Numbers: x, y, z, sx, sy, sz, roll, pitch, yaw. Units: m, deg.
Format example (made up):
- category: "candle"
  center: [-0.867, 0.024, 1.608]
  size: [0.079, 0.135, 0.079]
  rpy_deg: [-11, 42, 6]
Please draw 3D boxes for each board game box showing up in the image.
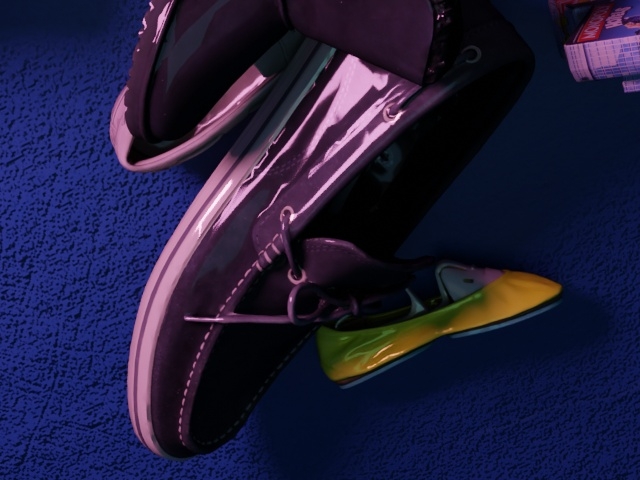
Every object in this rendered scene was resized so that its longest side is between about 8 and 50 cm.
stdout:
- category: "board game box"
  center: [0.264, -0.165, 1.034]
  size: [0.194, 0.194, 0.060]
  rpy_deg: [-6, 114, 28]

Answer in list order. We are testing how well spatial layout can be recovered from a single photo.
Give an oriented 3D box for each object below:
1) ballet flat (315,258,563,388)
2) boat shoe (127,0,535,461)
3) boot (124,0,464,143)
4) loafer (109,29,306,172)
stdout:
- category: "ballet flat"
  center: [0.100, 0.061, 1.188]
  size: [0.231, 0.077, 0.077]
  rpy_deg: [-22, 95, 11]
- category: "boat shoe"
  center: [0.000, 0.000, 1.086]
  size: [0.156, 0.187, 0.500]
  rpy_deg: [41, 109, 25]
- category: "boot"
  center: [-0.009, -0.151, 0.946]
  size: [0.207, 0.094, 0.246]
  rpy_deg: [25, 99, 10]
- category: "loafer"
  center: [-0.049, -0.171, 1.060]
  size: [0.112, 0.111, 0.319]
  rpy_deg: [38, 108, -15]
